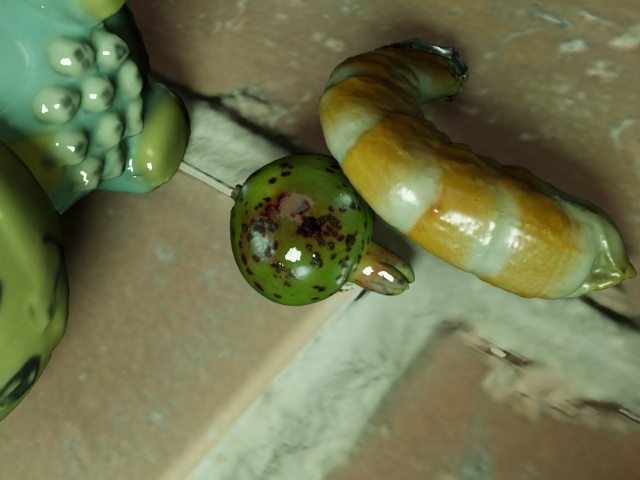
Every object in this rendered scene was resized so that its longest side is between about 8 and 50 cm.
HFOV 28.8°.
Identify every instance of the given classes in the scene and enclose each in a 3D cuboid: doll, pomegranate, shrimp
[{"bbox_3d":[-0.175,-0.022,0.560,0.161,0.177,0.260,7,52,13],"label":"doll"},{"bbox_3d":[-0.003,0.001,0.573,0.073,0.073,0.084,-35,68,-15],"label":"pomegranate"},{"bbox_3d":[0.075,-0.040,0.596,0.161,0.049,0.166,25,30,0],"label":"shrimp"}]

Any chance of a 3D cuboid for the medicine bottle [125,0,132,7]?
[{"bbox_3d":[-0.253,-0.204,0.762,0.352,0.110,0.110,25,62,29],"label":"medicine bottle"}]
